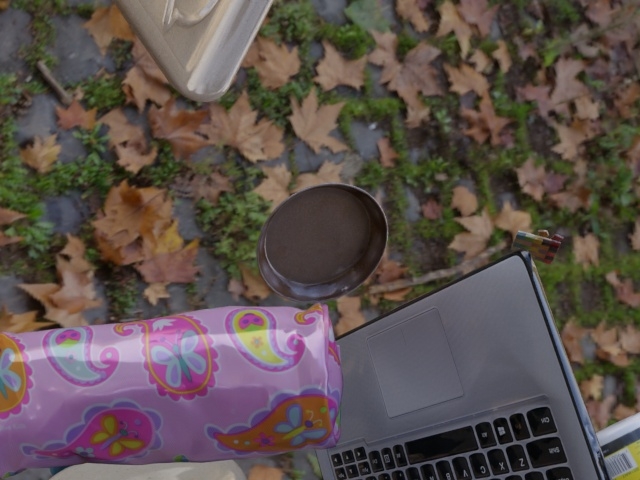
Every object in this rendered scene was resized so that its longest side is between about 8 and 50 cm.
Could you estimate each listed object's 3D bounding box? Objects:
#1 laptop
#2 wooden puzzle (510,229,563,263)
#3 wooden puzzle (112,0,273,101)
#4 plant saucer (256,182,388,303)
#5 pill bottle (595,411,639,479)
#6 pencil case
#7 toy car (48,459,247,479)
[{"bbox_3d":[0.030,0.268,0.726,0.236,0.382,0.407,-8,75,-33],"label":"laptop"},{"bbox_3d":[0.245,0.008,1.032,0.049,0.083,0.006,16,65,9],"label":"wooden puzzle"},{"bbox_3d":[-0.102,-0.323,0.715,0.322,0.081,0.348,-65,160,-12],"label":"wooden puzzle"},{"bbox_3d":[0.000,0.000,1.112,0.169,0.029,0.168,-8,121,-14],"label":"plant saucer"},{"bbox_3d":[0.384,0.320,1.066,0.119,0.119,0.208,-15,70,-34],"label":"pill bottle"},{"bbox_3d":[-0.124,0.116,0.711,0.284,0.124,0.124,-6,86,2],"label":"pencil case"},{"bbox_3d":[-0.177,0.333,0.922,0.210,0.219,0.237,-4,121,-15],"label":"toy car"}]
